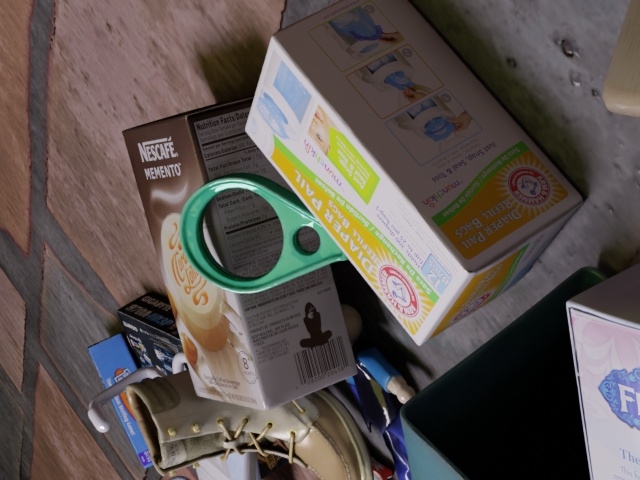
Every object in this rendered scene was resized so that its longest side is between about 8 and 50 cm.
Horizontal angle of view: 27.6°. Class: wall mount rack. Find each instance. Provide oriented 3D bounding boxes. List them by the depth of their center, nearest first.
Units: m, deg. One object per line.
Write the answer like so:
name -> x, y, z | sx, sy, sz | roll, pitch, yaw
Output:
wall mount rack -> -0.111, 0.297, 1.378 | 0.304, 0.130, 0.350 | 35, 147, 37

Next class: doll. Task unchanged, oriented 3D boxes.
doll -> 0.054, 0.141, 1.129 | 0.189, 0.046, 0.129 | 65, 163, 2

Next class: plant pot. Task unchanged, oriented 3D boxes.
plant pot -> 0.167, 0.176, 0.850 | 0.166, 0.165, 0.234 | 43, 157, 30

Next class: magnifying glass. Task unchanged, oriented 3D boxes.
magnifying glass -> 0.000, 0.000, 0.971 | 0.231, 0.026, 0.092 | 5, 104, 20

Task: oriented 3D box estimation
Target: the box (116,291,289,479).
box -> -0.137, 0.162, 1.481 | 0.220, 0.051, 0.175 | 14, 130, 56

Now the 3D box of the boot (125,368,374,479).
boot -> -0.065, 0.177, 1.169 | 0.213, 0.165, 0.077 | 46, 140, 41

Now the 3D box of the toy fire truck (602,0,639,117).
toy fire truck -> 0.143, -0.147, 0.444 | 0.158, 0.246, 0.217 | 62, 154, -5

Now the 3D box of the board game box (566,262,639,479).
board game box -> 0.258, 0.187, 0.537 | 0.319, 0.066, 0.318 | 16, 124, 51

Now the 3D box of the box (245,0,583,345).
box -> 0.056, -0.051, 0.861 | 0.203, 0.103, 0.114 | 51, 153, 16

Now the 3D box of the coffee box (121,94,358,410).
coffee box -> -0.070, 0.007, 1.102 | 0.141, 0.098, 0.246 | -3, 104, 60

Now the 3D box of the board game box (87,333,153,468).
board game box -> -0.240, 0.197, 1.636 | 0.160, 0.047, 0.210 | 65, 168, -1

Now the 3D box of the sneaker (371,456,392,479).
sneaker -> 0.032, 0.215, 1.254 | 0.075, 0.057, 0.161 | -27, 85, 38
